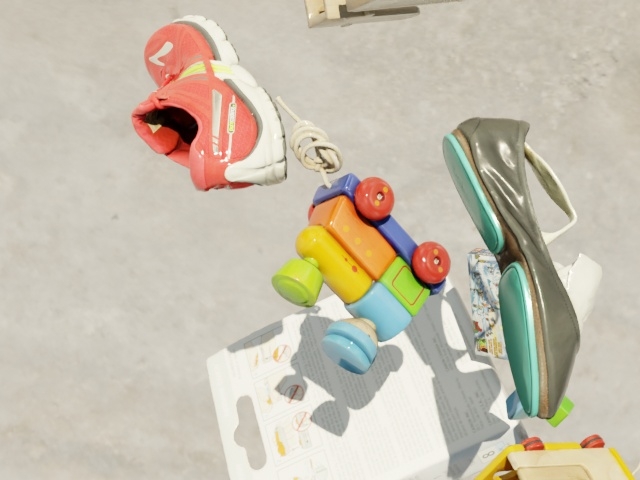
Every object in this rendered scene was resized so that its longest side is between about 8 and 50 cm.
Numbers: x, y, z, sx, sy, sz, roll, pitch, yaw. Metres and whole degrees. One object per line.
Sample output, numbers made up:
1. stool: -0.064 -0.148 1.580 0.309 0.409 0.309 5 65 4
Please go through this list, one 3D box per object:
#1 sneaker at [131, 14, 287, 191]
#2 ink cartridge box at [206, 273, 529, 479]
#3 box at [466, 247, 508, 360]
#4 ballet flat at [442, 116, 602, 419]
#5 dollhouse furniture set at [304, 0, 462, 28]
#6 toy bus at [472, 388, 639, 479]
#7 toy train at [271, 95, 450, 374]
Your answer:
1. sneaker: -0.133 -0.139 0.864 0.118 0.279 0.107 -15 129 -23
2. ink cartridge box: 0.050 0.220 1.221 0.385 0.308 0.091 -26 139 8
3. box: 0.230 0.081 1.075 0.027 0.094 0.137 -25 114 -45
4. ballet flat: 0.191 0.012 0.781 0.096 0.095 0.281 -13 77 -4
5. dollhouse furniture set: 0.091 -0.455 1.017 0.173 0.303 0.356 -12 95 -25
6. toy bus: 0.254 0.273 0.925 0.202 0.191 0.104 36 123 2
7. toy train: 0.000 0.000 0.839 0.248 0.105 0.143 47 58 -16
